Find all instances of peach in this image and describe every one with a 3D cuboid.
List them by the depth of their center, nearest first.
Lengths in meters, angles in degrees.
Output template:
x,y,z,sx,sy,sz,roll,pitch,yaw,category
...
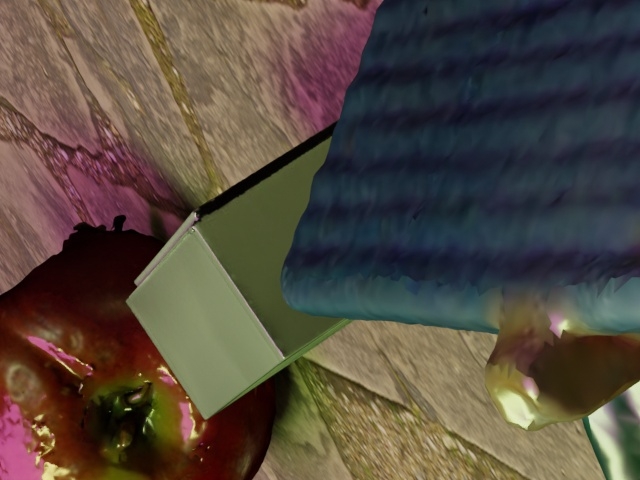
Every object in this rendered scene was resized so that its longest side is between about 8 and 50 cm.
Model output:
x,y,z,sx,sy,sz,roll,pitch,yaw,category
-0.230,0.174,1.815,0.353,0.339,0.416,62,161,-11,peach

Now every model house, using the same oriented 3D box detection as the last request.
x,y,z,sx,sy,sz,roll,pitch,yaw,category
0.189,0.030,0.775,0.334,0.342,0.382,0,120,62,model house

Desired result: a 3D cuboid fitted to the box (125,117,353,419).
x,y,z,sx,sy,sz,roll,pitch,yaw,category
0.000,0.000,1.263,0.117,0.225,0.225,56,157,3,box
